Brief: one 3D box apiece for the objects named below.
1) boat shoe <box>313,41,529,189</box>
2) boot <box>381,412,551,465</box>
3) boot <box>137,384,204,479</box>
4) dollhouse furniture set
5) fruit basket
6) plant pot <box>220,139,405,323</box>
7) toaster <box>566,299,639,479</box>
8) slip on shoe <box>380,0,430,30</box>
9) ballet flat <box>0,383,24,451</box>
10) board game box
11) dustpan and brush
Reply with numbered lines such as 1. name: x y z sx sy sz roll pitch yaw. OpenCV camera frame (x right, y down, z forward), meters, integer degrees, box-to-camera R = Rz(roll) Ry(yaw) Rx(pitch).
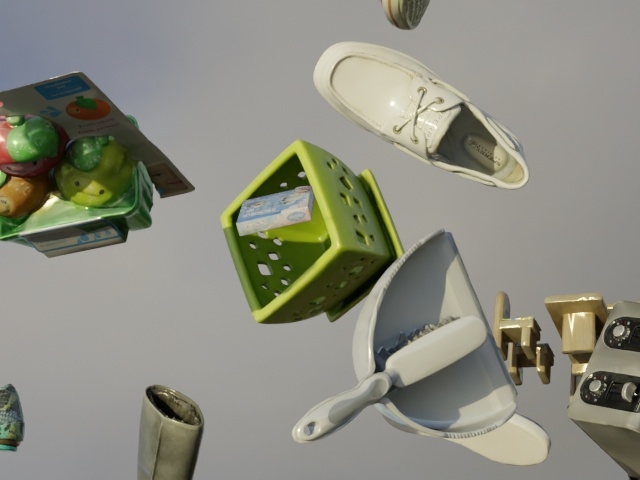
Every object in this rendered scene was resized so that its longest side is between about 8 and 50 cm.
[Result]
1. boat shoe: 0.124 -0.139 1.623 0.277 0.096 0.098 25 -79 -18
2. boot: 0.165 0.176 1.547 0.086 0.190 0.069 -51 -30 -46
3. boot: -0.172 0.308 1.786 0.076 0.189 0.209 -10 -53 -55
4. dollhouse furniture set: 0.368 0.116 1.942 0.212 0.161 0.242 -5 -33 22
5. fruit basket: -0.385 -0.102 1.951 0.327 0.165 0.353 -11 -20 16
6. plant pot: 0.000 0.000 2.381 0.207 0.227 0.228 12 -43 -44
7. toaster: 0.397 0.188 1.696 0.110 0.168 0.185 3 -33 50
8. slip on shoe: 0.083 -0.307 1.547 0.101 0.331 0.123 21 -69 -3
9. ballet flat: -0.333 0.141 1.177 0.188 0.070 0.070 0 -23 2
10. board game box: -0.054 -0.037 1.764 0.090 0.020 0.090 -13 19 7
11. dustpan and brush: 0.053 0.089 0.986 0.211 0.147 0.060 -26 5 -30
